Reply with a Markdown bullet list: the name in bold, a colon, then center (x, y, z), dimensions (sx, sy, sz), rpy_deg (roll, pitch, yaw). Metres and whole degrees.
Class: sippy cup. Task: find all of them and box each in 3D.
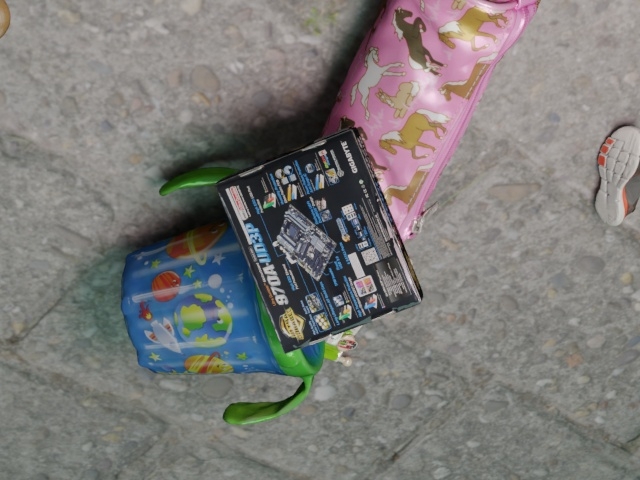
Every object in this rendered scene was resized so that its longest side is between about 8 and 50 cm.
- **sippy cup**: center (-0.129, 0.076, 1.771), dimensions (0.224, 0.305, 0.240), rpy_deg (-11, 162, 12)

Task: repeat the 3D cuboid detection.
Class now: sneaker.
- **sneaker**: center (0.415, -0.095, 1.856), dimensions (0.065, 0.061, 0.158), rpy_deg (-24, 140, -29)

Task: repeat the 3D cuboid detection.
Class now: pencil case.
- **pencil case**: center (0.114, -0.174, 1.623), dimensions (0.167, 0.160, 0.386), rpy_deg (18, 125, -9)

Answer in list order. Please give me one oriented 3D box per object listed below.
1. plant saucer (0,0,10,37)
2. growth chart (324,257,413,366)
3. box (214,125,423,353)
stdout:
- **plant saucer**: center (-0.390, -0.248, 1.541), dimensions (0.083, 0.015, 0.083), rpy_deg (-7, 133, -7)
- **growth chart**: center (0.018, 0.078, 1.933), dimensions (0.172, 0.021, 0.237), rpy_deg (15, 126, -24)
- **box**: center (0.000, 0.000, 1.594), dimensions (0.175, 0.051, 0.220), rpy_deg (-22, 95, 10)
